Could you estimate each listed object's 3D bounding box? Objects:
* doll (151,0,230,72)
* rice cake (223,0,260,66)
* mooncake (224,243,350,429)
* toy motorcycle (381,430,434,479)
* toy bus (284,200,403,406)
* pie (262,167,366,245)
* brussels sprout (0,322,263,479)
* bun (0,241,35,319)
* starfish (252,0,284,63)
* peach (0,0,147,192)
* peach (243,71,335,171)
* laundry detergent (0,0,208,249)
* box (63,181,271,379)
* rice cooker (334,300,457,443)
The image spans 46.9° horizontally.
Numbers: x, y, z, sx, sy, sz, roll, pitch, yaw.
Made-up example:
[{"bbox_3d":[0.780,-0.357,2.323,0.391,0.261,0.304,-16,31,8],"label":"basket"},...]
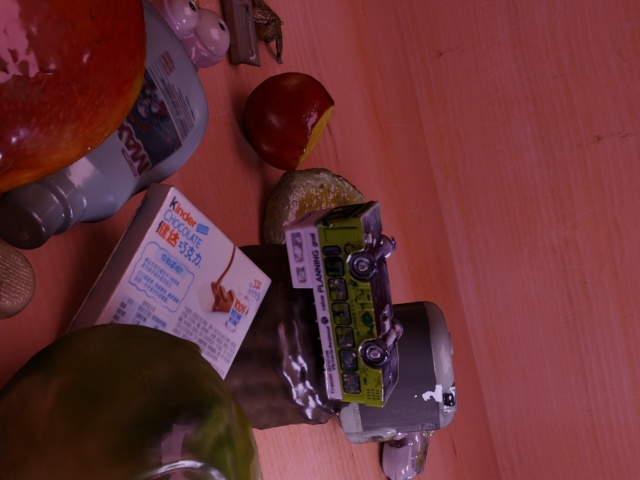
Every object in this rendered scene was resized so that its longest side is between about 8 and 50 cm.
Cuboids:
[{"bbox_3d":[-0.225,-0.444,1.267,0.160,0.094,0.366,28,53,-59],"label":"doll"},{"bbox_3d":[-0.165,-0.468,1.473,0.052,0.057,0.256,121,-40,-83],"label":"rice cake"},{"bbox_3d":[-0.055,0.157,1.258,0.324,0.187,0.324,-10,90,-67],"label":"mooncake"},{"bbox_3d":[0.219,0.498,1.868,0.341,0.107,0.223,-68,147,-44],"label":"toy motorcycle"},{"bbox_3d":[0.043,0.096,1.119,0.113,0.139,0.302,-39,123,-62],"label":"toy bus"},{"bbox_3d":[0.000,0.000,1.539,0.323,0.070,0.324,3,86,-49],"label":"pie"},{"bbox_3d":[-0.184,0.245,0.746,0.344,0.268,0.344,32,40,-31],"label":"brussels sprout"},{"bbox_3d":[-0.344,0.046,0.771,0.086,0.054,0.086,46,29,-35],"label":"bun"},{"bbox_3d":[-0.121,-0.491,1.624,0.176,0.053,0.208,70,15,5],"label":"starfish"},{"bbox_3d":[-0.322,-0.192,0.624,0.373,0.289,0.373,54,24,-38],"label":"peach"},{"bbox_3d":[-0.054,-0.231,1.451,0.192,0.190,0.190,59,12,27],"label":"peach"},{"bbox_3d":[-0.287,-0.146,0.926,0.398,0.124,0.264,-69,144,-50],"label":"laundry detergent"},{"bbox_3d":[-0.196,0.103,0.989,0.273,0.048,0.265,50,59,-49],"label":"box"},{"bbox_3d":[0.141,0.275,1.563,0.288,0.276,0.289,-8,90,-85],"label":"rice cooker"}]
